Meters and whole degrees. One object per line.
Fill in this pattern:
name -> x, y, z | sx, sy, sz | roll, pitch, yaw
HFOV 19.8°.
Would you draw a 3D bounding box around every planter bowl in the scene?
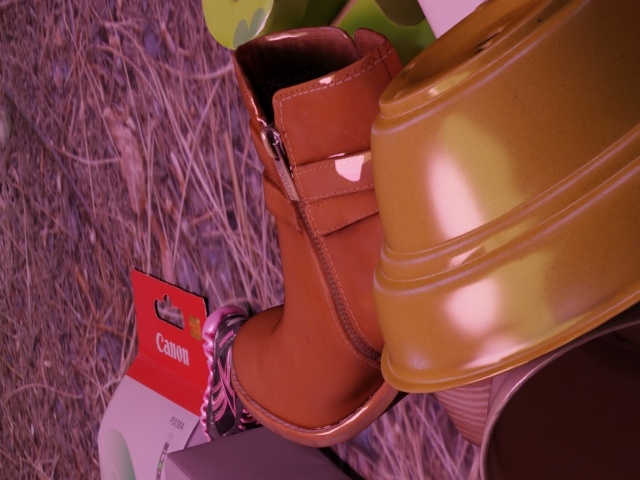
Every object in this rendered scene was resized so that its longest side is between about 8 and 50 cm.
planter bowl -> 0.086, -0.045, 0.687 | 0.090, 0.217, 0.217 | 52, 159, -12
planter bowl -> 0.143, 0.049, 0.720 | 0.109, 0.162, 0.162 | -85, 6, -48

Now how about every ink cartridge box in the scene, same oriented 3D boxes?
ink cartridge box -> -0.134, 0.147, 1.485 | 0.181, 0.056, 0.225 | 16, 115, 64

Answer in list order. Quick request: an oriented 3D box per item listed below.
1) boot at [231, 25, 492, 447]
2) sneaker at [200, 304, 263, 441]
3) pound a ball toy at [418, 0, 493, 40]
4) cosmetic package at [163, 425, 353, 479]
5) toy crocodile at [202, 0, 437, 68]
boot -> 0.000, 0.000, 0.955 | 0.283, 0.109, 0.220 | 7, 132, 61
sneaker -> -0.054, 0.108, 1.306 | 0.057, 0.047, 0.119 | 16, 115, 52
pound a ball toy -> 0.059, -0.253, 0.789 | 0.208, 0.135, 0.319 | 115, 139, -53
cosmetic package -> -0.011, 0.222, 1.173 | 0.238, 0.107, 0.127 | 29, 128, 57
toy crocodile -> -0.019, -0.194, 1.019 | 0.105, 0.115, 0.340 | -55, 49, 33
